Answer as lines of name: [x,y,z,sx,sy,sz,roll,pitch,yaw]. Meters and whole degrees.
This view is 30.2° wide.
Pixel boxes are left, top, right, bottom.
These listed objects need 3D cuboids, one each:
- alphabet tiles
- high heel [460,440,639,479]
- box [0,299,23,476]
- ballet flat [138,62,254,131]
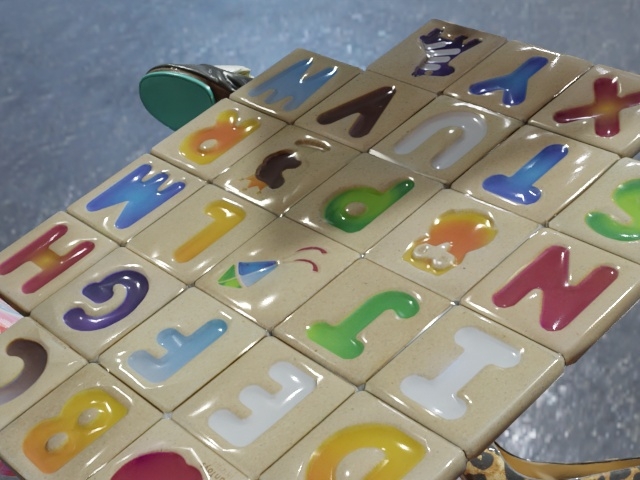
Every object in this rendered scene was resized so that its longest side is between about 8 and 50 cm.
alphabet tiles: [0.000,0.000,0.548,0.342,0.011,0.285,-39,42,-24]
high heel: [0.251,0.219,1.238,0.186,0.261,0.093,-45,7,11]
box: [-0.400,0.134,1.336,0.300,0.142,0.154,26,87,31]
ballet flat: [-0.092,-0.154,1.380,0.280,0.095,0.096,22,39,39]
